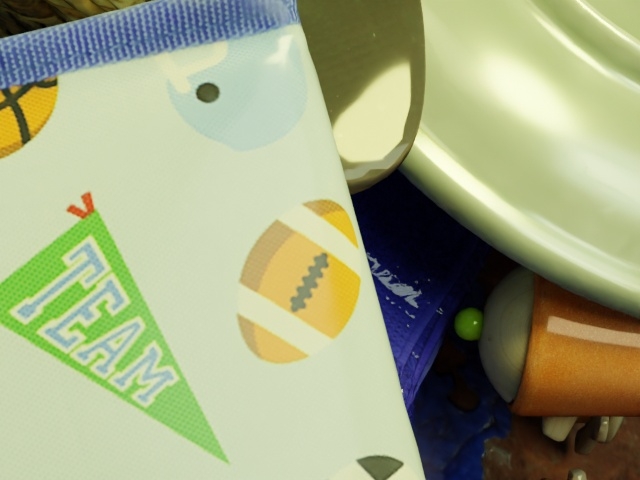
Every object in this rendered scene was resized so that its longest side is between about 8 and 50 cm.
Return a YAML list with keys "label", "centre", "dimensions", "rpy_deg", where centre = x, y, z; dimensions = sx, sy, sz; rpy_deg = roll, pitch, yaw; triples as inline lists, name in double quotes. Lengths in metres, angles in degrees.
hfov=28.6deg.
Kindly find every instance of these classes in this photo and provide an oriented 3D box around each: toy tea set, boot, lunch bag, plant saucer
- label: "toy tea set"
  centre: [0.123, 0.161, 0.727]
  dimensions: [0.124, 0.200, 0.336]
  rpy_deg: [9, 64, 2]
- label: "boot"
  centre: [-0.026, -0.126, 0.666]
  dimensions: [0.112, 0.115, 0.305]
  rpy_deg: [-11, 54, -15]
- label: "lunch bag"
  centre: [-0.167, 0.119, 0.443]
  dimensions: [0.386, 0.239, 0.327]
  rpy_deg: [-15, 85, -12]
- label: "plant saucer"
  centre: [0.181, -0.129, 0.772]
  dimensions: [0.401, 0.100, 0.400]
  rpy_deg: [17, 43, -17]

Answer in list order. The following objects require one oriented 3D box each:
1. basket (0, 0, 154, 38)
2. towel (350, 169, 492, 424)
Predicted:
- label: "basket"
  centre: [-0.149, -0.218, 0.475]
  dimensions: [0.299, 0.223, 0.213]
  rpy_deg: [31, 72, -53]
- label: "towel"
  centre: [0.000, 0.000, 0.726]
  dimensions: [0.228, 0.076, 0.308]
  rpy_deg: [43, 53, -19]
